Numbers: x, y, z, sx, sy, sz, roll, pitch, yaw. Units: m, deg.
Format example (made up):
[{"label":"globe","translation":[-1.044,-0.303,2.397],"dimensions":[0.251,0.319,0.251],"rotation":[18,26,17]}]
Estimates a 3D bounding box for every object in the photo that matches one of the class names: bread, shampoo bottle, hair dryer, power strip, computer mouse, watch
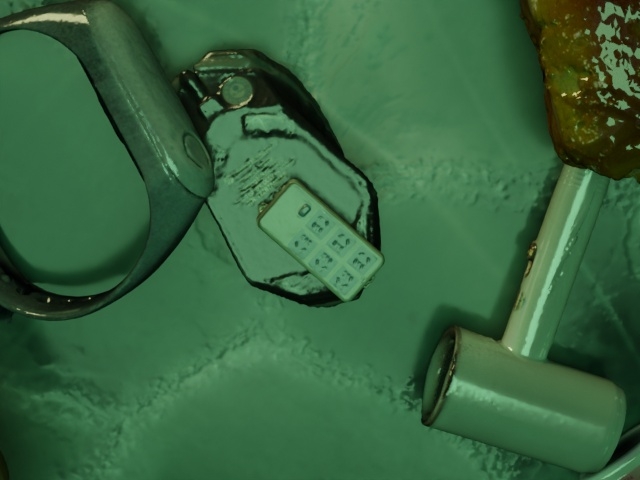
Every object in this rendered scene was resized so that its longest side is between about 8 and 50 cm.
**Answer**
[{"label":"bread","translation":[0.323,-0.154,1.131],"dimensions":[0.380,0.109,0.185],"rotation":[-15,87,-3]},{"label":"shampoo bottle","translation":[0.237,0.185,1.235],"dimensions":[0.072,0.043,0.099],"rotation":[-35,100,-5]},{"label":"hair dryer","translation":[0.165,0.033,1.204],"dimensions":[0.131,0.073,0.236],"rotation":[18,90,-7]},{"label":"power strip","translation":[0.000,0.000,1.142],"dimensions":[0.090,0.016,0.040],"rotation":[41,97,-7]},{"label":"computer mouse","translation":[-0.029,-0.040,1.176],"dimensions":[0.106,0.062,0.192],"rotation":[-35,95,6]},{"label":"watch","translation":[-0.178,-0.054,1.145],"dimensions":[0.193,0.068,0.206],"rotation":[-30,91,21]}]

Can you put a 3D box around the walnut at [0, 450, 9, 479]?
[{"label":"walnut","translation":[-0.339,0.201,1.108],"dimensions":[0.253,0.282,0.277],"rotation":[-6,110,-42]}]
